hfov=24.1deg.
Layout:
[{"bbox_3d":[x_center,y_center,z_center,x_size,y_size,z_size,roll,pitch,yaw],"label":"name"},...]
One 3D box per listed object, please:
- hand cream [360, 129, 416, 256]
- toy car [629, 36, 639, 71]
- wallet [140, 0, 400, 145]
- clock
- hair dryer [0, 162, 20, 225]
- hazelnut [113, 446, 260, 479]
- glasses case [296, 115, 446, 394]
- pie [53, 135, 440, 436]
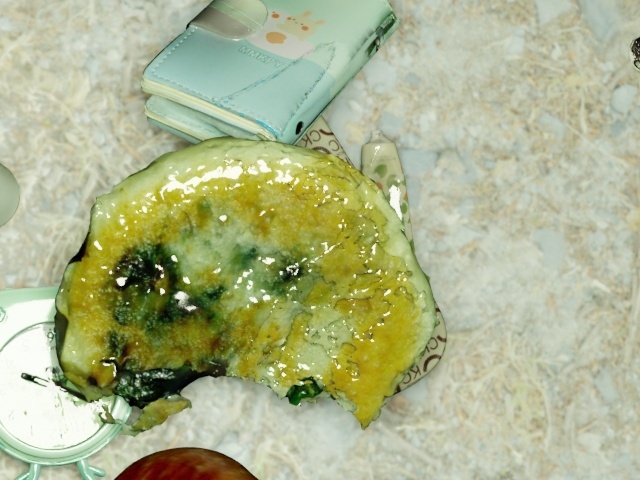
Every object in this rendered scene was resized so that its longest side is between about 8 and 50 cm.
[{"bbox_3d":[0.070,-0.036,1.613,0.057,0.037,0.165,-6,87,-14],"label":"hand cream"},{"bbox_3d":[0.388,-0.195,1.716,0.093,0.025,0.041,47,72,-5],"label":"toy car"},{"bbox_3d":[-0.052,-0.185,1.521,0.176,0.075,0.250,22,48,20],"label":"wallet"},{"bbox_3d":[-0.265,0.149,1.478,0.159,0.066,0.211,-2,81,-13],"label":"clock"},{"bbox_3d":[-0.422,-0.043,1.458,0.236,0.131,0.073,-7,84,-1],"label":"hair dryer"},{"bbox_3d":[-0.100,0.301,1.418,0.218,0.218,0.234,-27,87,-16],"label":"hazelnut"},{"bbox_3d":[0.000,0.000,1.556,0.137,0.085,0.354,-31,86,-13],"label":"glasses case"},{"bbox_3d":[-0.065,0.046,1.422,0.371,0.078,0.296,0,108,-10],"label":"pie"}]
